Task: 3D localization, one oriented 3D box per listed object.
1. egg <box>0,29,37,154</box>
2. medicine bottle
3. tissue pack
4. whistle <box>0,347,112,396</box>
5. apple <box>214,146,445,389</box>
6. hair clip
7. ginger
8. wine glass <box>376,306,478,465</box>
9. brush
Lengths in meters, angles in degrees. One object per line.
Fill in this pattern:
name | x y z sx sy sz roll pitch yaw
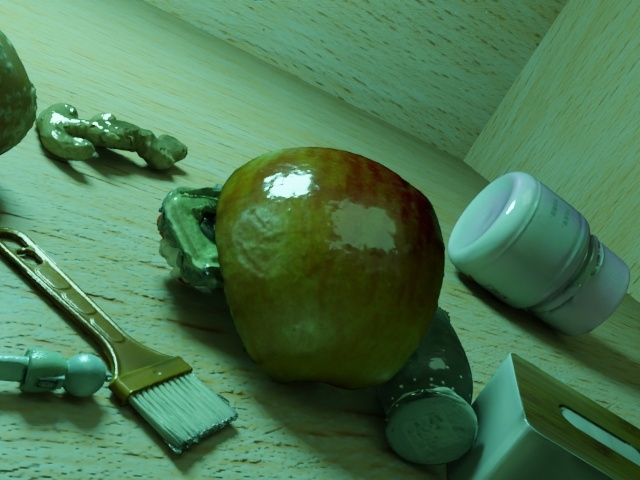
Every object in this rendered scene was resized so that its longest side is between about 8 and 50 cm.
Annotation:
egg | -0.406 -0.163 0.605 0.233 0.195 0.195 31 14 -44
medicine bottle | 0.471 0.034 1.310 0.325 0.256 0.256 35 18 -10
tissue pack | 0.272 0.262 0.632 0.246 0.136 0.159 31 20 1
whistle | -0.211 0.102 0.467 0.100 0.035 0.035 15 24 -35
apple | 0.000 0.000 0.709 0.254 0.179 0.346 6 48 -18
hair clip | -0.113 -0.008 0.795 0.138 0.091 0.321 62 23 6
ginger | -0.318 -0.163 0.929 0.149 0.065 0.259 36 22 21
wine glass | 0.119 0.156 0.700 0.111 0.111 0.204 28 21 -9
brush | -0.211 0.077 0.563 0.314 0.017 0.090 37 17 19
